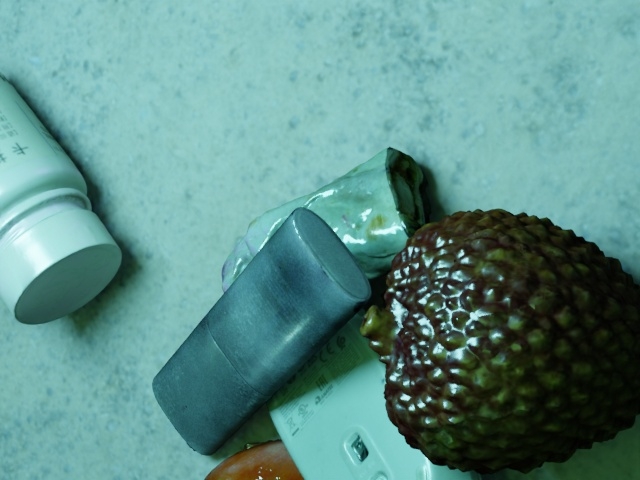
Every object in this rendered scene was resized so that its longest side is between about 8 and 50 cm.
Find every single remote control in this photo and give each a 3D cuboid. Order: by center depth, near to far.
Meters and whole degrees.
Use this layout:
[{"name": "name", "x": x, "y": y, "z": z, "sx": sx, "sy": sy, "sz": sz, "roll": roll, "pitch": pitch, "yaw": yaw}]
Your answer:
[{"name": "remote control", "x": -0.068, "y": 0.100, "z": 1.432, "sx": 0.107, "sy": 0.044, "sz": 0.377, "roll": 56, "pitch": 143, "yaw": 12}]

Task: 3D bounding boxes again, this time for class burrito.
[{"name": "burrito", "x": 0.000, "y": 0.000, "z": 1.446, "sx": 0.229, "sy": 0.089, "sz": 0.144, "roll": -28, "pitch": 42, "yaw": 23}]

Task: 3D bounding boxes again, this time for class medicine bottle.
[{"name": "medicine bottle", "x": -0.357, "y": -0.055, "z": 1.618, "sx": 0.170, "sy": 0.170, "sz": 0.293, "roll": -47, "pitch": 69, "yaw": 21}]

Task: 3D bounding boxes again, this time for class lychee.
[{"name": "lychee", "x": 0.168, "y": 0.091, "z": 1.293, "sx": 0.271, "sy": 0.236, "sz": 0.236, "roll": 8, "pitch": 95, "yaw": -2}]

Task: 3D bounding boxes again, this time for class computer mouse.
[{"name": "computer mouse", "x": 0.055, "y": 0.191, "z": 1.431, "sx": 0.159, "sy": 0.097, "sz": 0.288, "roll": -52, "pitch": 49, "yaw": 22}]

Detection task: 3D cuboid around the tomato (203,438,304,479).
[{"name": "tomato", "x": -0.053, "y": 0.315, "z": 1.503, "sx": 0.225, "sy": 0.085, "sz": 0.225, "roll": -2, "pitch": 87, "yaw": 29}]
